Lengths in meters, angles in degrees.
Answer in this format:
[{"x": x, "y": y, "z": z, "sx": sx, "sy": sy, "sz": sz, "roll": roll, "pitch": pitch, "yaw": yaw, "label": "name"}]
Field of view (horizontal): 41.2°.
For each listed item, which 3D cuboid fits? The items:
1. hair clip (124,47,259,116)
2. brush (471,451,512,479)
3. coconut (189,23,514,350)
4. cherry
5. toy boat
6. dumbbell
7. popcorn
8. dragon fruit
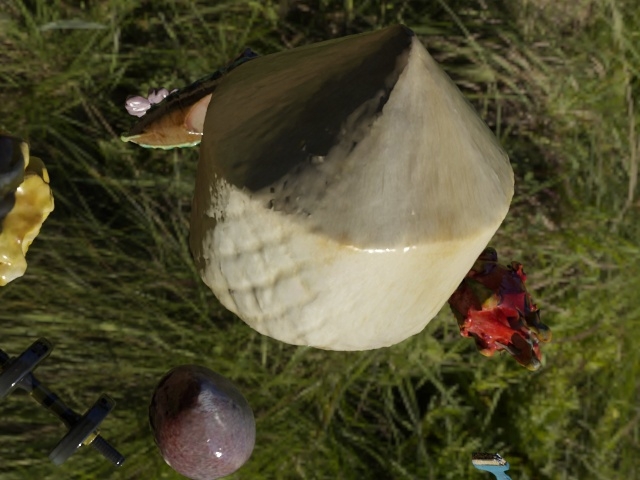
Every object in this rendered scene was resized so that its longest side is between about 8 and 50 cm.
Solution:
[{"x": -0.248, "y": -0.289, "z": 1.702, "sx": 0.173, "sy": 0.300, "sz": 0.069, "roll": 27, "pitch": 48, "yaw": -51, "label": "hair clip"}, {"x": 0.273, "y": 0.355, "z": 1.284, "sx": 0.164, "sy": 0.051, "sz": 0.014, "roll": 49, "pitch": 46, "yaw": -42, "label": "brush"}, {"x": 0.031, "y": -0.057, "z": 0.795, "sx": 0.329, "sy": 0.328, "sz": 0.329, "roll": 2, "pitch": 90, "yaw": -82, "label": "coconut"}, {"x": -0.169, "y": 0.254, "z": 1.192, "sx": 0.176, "sy": 0.140, "sz": 0.176, "roll": 53, "pitch": -4, "yaw": 6, "label": "cherry"}, {"x": -0.193, "y": -0.213, "z": 1.407, "sx": 0.099, "sy": 0.292, "sz": 0.109, "roll": -121, "pitch": -171, "yaw": -67, "label": "toy boat"}, {"x": -0.457, "y": 0.271, "z": 1.440, "sx": 0.143, "sy": 0.325, "sz": 0.143, "roll": -46, "pitch": -176, "yaw": 5, "label": "dumbbell"}, {"x": -0.748, "y": -0.070, "z": 1.733, "sx": 0.354, "sy": 0.389, "sz": 0.345, "roll": -38, "pitch": 122, "yaw": -83, "label": "popcorn"}, {"x": 0.277, "y": 0.113, "z": 1.312, "sx": 0.208, "sy": 0.133, "sz": 0.150, "roll": 59, "pitch": -7, "yaw": 29, "label": "dragon fruit"}]
